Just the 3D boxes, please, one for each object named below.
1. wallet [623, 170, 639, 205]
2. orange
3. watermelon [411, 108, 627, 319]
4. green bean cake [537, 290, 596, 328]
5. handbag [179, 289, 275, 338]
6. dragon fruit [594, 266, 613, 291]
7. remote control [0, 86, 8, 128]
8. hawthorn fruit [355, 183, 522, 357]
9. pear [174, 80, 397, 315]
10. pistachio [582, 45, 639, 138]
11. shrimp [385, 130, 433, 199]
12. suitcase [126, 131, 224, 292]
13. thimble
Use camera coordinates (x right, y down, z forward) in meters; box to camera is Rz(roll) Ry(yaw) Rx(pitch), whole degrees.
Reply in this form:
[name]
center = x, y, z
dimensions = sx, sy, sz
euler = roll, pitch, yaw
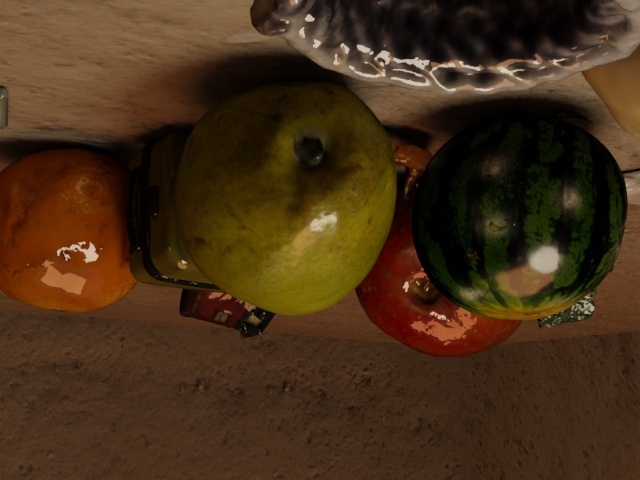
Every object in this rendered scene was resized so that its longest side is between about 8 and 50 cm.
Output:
[wallet]
center = 0.495, -0.071, 1.559
dimensions = 0.190, 0.033, 0.095
euler = 9, 164, -37
[orange]
center = -0.341, -0.014, 1.423
dimensions = 0.240, 0.240, 0.240
euler = 1, 169, 0
[watermelon]
center = 0.237, -0.027, 1.251
dimensions = 0.269, 0.269, 0.269
euler = 1, 169, 0
[green bean cake]
center = 0.371, 0.029, 1.634
dimensions = 0.107, 0.208, 0.193
euler = -4, 170, 9
[handbag]
center = -0.131, 0.062, 1.795
dimensions = 0.181, 0.181, 0.254
euler = 15, 150, -10
[dragon fruit]
center = 0.400, 0.039, 1.793
dimensions = 0.172, 0.166, 0.160
euler = -31, 127, 13
[remote control]
center = -0.388, -0.154, 1.221
dimensions = 0.053, 0.018, 0.124
euler = 5, 168, -15
[hawthorn fruit]
center = 0.174, 0.044, 1.552
dimensions = 0.284, 0.284, 0.284
euler = 1, 169, 0
[pear]
center = -0.036, -0.048, 1.151
dimensions = 0.253, 0.253, 0.307
euler = 2, 168, -10
[pistachio]
center = 0.324, -0.152, 0.738
dimensions = 0.308, 0.230, 0.230
euler = -6, 168, 10
[shrimp]
center = 0.064, -0.093, 1.409
dimensions = 0.178, 0.075, 0.289
euler = -4, 155, 7
[suitcase]
center = -0.131, -0.033, 1.368
dimensions = 0.235, 0.194, 0.143
euler = 9, 162, -39
[thimble]
center = 0.081, -0.196, 0.643
dimensions = 0.245, 0.157, 0.217
euler = 2, 166, -11
